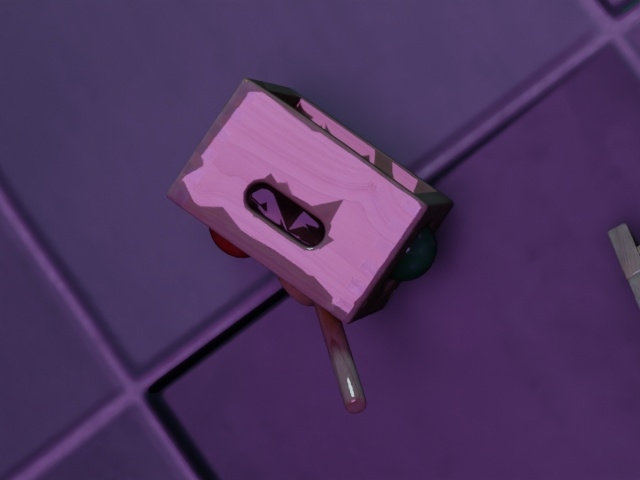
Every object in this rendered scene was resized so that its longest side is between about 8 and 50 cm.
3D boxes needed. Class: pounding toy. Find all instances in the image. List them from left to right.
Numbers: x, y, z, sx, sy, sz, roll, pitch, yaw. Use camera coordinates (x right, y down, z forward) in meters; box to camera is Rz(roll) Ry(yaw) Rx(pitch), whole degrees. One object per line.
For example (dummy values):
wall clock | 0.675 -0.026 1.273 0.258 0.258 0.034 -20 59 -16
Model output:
pounding toy | 0.000 0.000 0.991 0.141 0.130 0.100 36 98 8

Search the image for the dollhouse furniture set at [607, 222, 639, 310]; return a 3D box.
dollhouse furniture set | 0.245 0.060 0.966 0.129 0.129 0.184 -28 111 10
